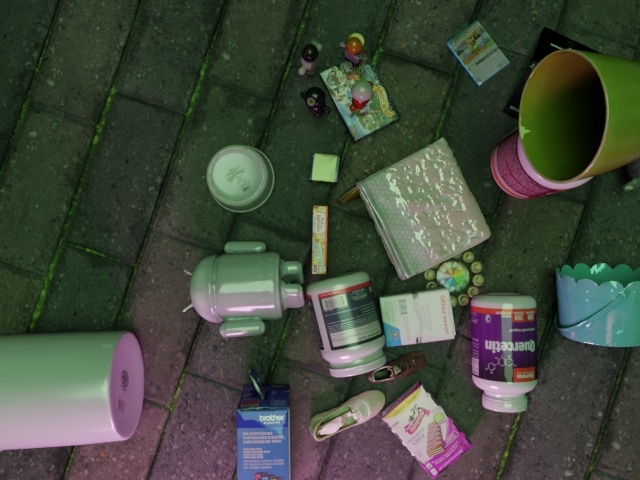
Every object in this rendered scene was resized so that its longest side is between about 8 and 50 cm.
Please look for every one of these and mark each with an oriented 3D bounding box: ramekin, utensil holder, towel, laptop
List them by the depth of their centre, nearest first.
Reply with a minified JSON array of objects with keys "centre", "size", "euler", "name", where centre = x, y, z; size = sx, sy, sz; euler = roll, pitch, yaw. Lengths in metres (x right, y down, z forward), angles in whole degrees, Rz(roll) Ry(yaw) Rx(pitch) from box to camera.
[{"centre":[-0.731,0.412,1.581],"size":[0.385,0.327,0.328],"euler":[-4,89,-1],"name":"utensil holder"},{"centre":[0.307,-0.092,1.656],"size":[0.317,0.053,0.332],"euler":[-27,94,-11],"name":"towel"},{"centre":[-0.244,-0.190,1.683],"size":[0.207,0.109,0.207],"euler":[0,88,1],"name":"ramekin"},{"centre":[0.723,-0.473,1.708],"size":[0.234,0.136,0.264],"euler":[26,64,2],"name":"laptop"}]

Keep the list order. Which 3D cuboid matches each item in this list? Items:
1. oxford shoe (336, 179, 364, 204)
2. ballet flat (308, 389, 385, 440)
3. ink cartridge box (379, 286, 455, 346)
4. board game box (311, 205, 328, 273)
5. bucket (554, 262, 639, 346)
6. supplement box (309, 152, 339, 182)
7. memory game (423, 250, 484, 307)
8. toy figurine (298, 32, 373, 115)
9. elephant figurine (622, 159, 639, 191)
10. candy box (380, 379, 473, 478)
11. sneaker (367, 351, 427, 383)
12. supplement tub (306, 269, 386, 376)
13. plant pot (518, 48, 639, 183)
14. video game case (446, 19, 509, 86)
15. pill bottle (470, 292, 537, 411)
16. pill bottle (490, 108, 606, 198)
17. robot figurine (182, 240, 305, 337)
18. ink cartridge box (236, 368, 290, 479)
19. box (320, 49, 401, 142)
[{"centre":[0.151,-0.151,1.689],"size":[0.212,0.076,0.076],"euler":[-25,94,0],"name":"oxford shoe"},{"centre":[0.082,0.524,1.669],"size":[0.248,0.086,0.086],"euler":[-26,88,1],"name":"ballet flat"},{"centre":[0.283,0.223,1.662],"size":[0.203,0.086,0.148],"euler":[-7,90,5],"name":"ink cartridge box"},{"centre":[0.000,0.000,1.652],"size":[0.045,0.147,0.194],"euler":[1,89,2],"name":"board game box"},{"centre":[0.792,0.173,1.566],"size":[0.281,0.281,0.183],"euler":[-1,97,2],"name":"bucket"},{"centre":[0.013,-0.217,1.701],"size":[0.083,0.056,0.083],"euler":[6,89,2],"name":"supplement box"},{"centre":[0.405,0.110,1.704],"size":[0.186,0.012,0.186],"euler":[0,89,2],"name":"memory game"},{"centre":[0.042,-0.473,1.615],"size":[0.213,0.148,0.210],"euler":[-6,89,3],"name":"toy figurine"},{"centre":[0.950,-0.286,1.644],"size":[0.169,0.186,0.239],"euler":[-31,73,43],"name":"elephant figurine"},{"centre":[0.313,0.558,1.667],"size":[0.159,0.071,0.233],"euler":[-41,87,1],"name":"candy box"},{"centre":[0.232,0.387,1.673],"size":[0.188,0.071,0.066],"euler":[-21,88,2],"name":"sneaker"},{"centre":[0.077,0.236,1.621],"size":[0.191,0.191,0.272],"euler":[-14,88,1],"name":"supplement tub"},{"centre":[0.635,-0.271,1.210],"size":[0.293,0.275,0.275],"euler":[-7,88,-15],"name":"plant pot"},{"centre":[0.481,-0.571,1.716],"size":[0.119,0.015,0.166],"euler":[-37,88,1],"name":"video game case"},{"centre":[0.526,0.314,1.611],"size":[0.181,0.181,0.323],"euler":[-1,89,2],"name":"pill bottle"},{"centre":[0.620,-0.239,1.515],"size":[0.224,0.392,0.224],"euler":[0,89,2],"name":"pill bottle"},{"centre":[-0.223,0.134,1.629],"size":[0.353,0.200,0.300],"euler":[-4,58,1],"name":"robot figurine"},{"centre":[-0.154,0.568,1.581],"size":[0.151,0.270,0.396],"euler":[1,89,-3],"name":"ink cartridge box"},{"centre":[0.120,-0.436,1.709],"size":[0.159,0.044,0.233],"euler":[-28,88,1],"name":"box"}]
